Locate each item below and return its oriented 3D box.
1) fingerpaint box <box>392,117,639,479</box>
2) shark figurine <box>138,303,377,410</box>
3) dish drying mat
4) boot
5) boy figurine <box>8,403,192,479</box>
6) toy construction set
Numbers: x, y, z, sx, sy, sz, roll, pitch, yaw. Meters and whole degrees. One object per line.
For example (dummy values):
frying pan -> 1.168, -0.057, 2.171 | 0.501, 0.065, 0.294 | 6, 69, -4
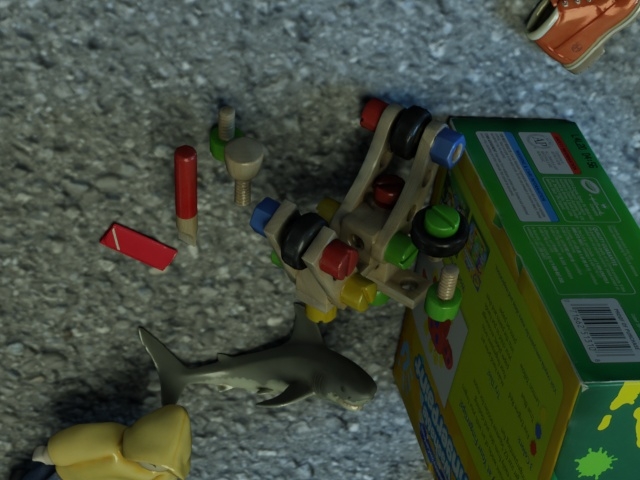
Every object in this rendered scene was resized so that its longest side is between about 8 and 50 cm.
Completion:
fingerpaint box -> 0.232, 0.143, 1.724 | 0.163, 0.445, 0.371 | 0, 125, -15
shark figurine -> -0.056, 0.131, 1.887 | 0.278, 0.166, 0.116 | 2, 96, 16
dish drying mat -> -0.199, 0.008, 1.796 | 0.083, 0.008, 0.032 | 26, 116, -28
boot -> 0.282, -0.249, 1.689 | 0.084, 0.059, 0.158 | 29, 116, -24
boy figurine -> -0.235, 0.268, 1.879 | 0.285, 0.092, 0.177 | -27, 132, 37
toy construction set -> 0.000, 0.000, 1.729 | 0.309, 0.257, 0.237 | 10, 139, 4
